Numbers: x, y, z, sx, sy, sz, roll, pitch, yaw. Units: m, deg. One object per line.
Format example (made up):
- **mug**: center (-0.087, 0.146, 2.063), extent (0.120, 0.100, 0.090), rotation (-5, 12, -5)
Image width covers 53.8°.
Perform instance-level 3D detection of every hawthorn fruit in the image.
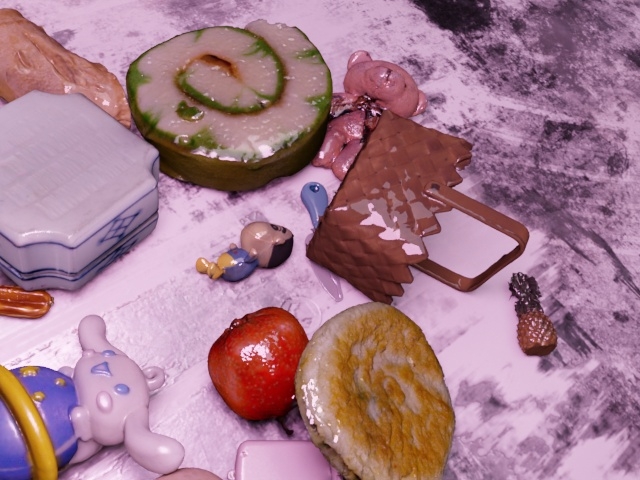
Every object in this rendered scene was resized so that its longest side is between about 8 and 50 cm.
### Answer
- **hawthorn fruit**: center (-0.078, 0.202, 0.944), extent (0.157, 0.157, 0.194), rotation (-21, 90, -27)

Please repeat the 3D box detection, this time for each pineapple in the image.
- **pineapple**: center (0.385, 0.131, 1.166), extent (0.074, 0.074, 0.159), rotation (5, 55, -14)

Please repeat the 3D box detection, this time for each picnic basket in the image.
- **picnic basket**: center (0.168, -0.032, 1.086), extent (0.321, 0.254, 0.291), rotation (28, 63, 1)

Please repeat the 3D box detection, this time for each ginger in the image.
- **ginger**: center (-0.490, -0.296, 1.134), extent (0.354, 0.126, 0.190), rotation (26, 50, 2)

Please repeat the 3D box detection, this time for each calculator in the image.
- **calculator**: center (-0.049, 0.343, 0.923), extent (0.175, 0.032, 0.100), rotation (5, 57, -13)

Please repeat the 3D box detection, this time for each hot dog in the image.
- **hot dog**: center (-0.468, 0.091, 0.955), extent (0.122, 0.037, 0.049), rotation (11, 70, -12)

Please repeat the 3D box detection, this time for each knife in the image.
- **knife**: center (-0.002, -0.001, 1.160), extent (0.058, 0.032, 0.244), rotation (2, 62, -21)

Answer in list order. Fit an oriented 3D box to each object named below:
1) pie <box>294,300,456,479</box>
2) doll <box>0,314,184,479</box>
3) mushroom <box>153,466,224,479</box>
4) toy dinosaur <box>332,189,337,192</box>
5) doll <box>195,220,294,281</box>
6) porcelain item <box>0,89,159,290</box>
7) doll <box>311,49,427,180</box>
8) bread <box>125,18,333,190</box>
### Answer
- **pie**: center (0.092, 0.237, 0.943), extent (0.323, 0.070, 0.323), rotation (23, 55, -37)
- **doll**: center (-0.318, 0.247, 0.823), extent (0.311, 0.160, 0.242), rotation (25, 22, 34)
- **mushroom**: center (-0.191, 0.387, 0.779), extent (0.204, 0.204, 0.204), rotation (8, 57, -12)
- **toy dinosaur**: center (0.084, -0.088, 1.239), extent (0.119, 0.029, 0.060), rotation (1, 76, -13)
- **doll**: center (-0.121, 0.015, 1.080), extent (0.179, 0.102, 0.089), rotation (-18, 109, -30)
- **porcelain item**: center (-0.418, -0.078, 0.993), extent (0.281, 0.157, 0.286), rotation (35, 51, 9)
- **doll**: center (0.094, -0.261, 1.275), extent (0.201, 0.156, 0.303), rotation (30, 60, 2)
- **bread**: center (-0.159, -0.274, 1.186), extent (0.366, 0.129, 0.382), rotation (24, 61, 7)
